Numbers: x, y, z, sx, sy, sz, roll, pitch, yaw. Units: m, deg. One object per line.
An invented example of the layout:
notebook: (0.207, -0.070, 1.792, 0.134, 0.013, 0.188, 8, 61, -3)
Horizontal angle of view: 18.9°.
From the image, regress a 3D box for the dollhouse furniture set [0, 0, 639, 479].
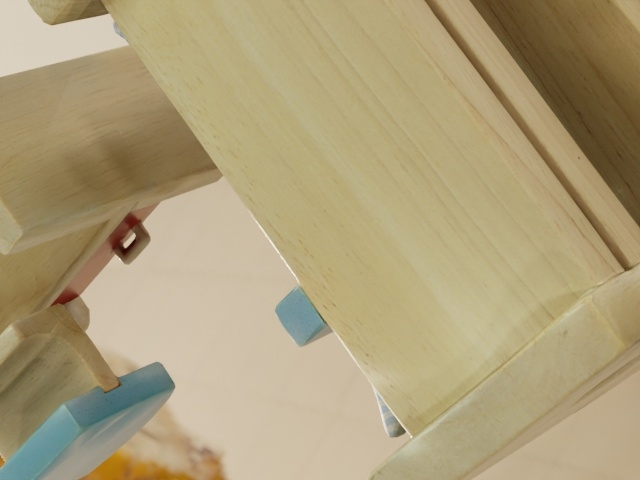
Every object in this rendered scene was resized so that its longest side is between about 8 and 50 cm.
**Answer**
dollhouse furniture set: (0.000, 0.000, 0.426, 0.129, 0.129, 0.184, -23, -17, -49)
